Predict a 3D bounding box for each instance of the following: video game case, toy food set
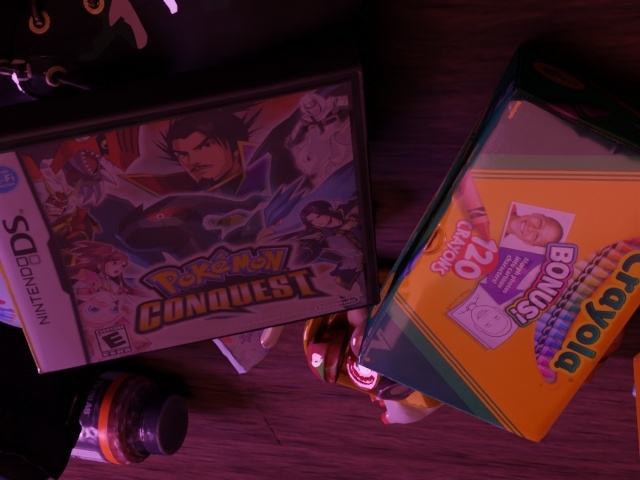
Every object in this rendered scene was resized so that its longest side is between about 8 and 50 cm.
[{"bbox_3d":[-0.098,-0.015,1.007,0.275,0.035,0.248,-11,137,-4],"label":"video game case"},{"bbox_3d":[0.058,0.097,1.243,0.218,0.071,0.128,22,113,-30],"label":"toy food set"}]

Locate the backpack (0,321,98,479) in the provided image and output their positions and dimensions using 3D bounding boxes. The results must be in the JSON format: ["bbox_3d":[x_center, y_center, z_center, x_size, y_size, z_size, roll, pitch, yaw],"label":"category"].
[{"bbox_3d":[-0.360,0.131,1.433,0.213,0.276,0.263,-1,146,36],"label":"backpack"}]

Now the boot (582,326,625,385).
[{"bbox_3d":[0.166,0.068,1.224,0.197,0.073,0.152,19,149,9],"label":"boot"}]

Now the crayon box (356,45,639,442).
[{"bbox_3d":[0.160,0.011,1.065,0.165,0.081,0.278,24,124,-5],"label":"crayon box"}]

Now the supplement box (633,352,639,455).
[{"bbox_3d":[0.371,0.168,1.119,0.194,0.191,0.129,33,125,-15],"label":"supplement box"}]

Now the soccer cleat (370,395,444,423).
[{"bbox_3d":[0.063,0.096,1.329,0.076,0.068,0.196,-23,124,9],"label":"soccer cleat"}]

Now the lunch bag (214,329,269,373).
[{"bbox_3d":[-0.079,0.076,1.350,0.053,0.083,0.071,-6,137,33],"label":"lunch bag"}]

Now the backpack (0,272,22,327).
[{"bbox_3d":[-0.251,-0.064,1.143,0.355,0.273,0.290,37,148,-4],"label":"backpack"}]

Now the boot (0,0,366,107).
[{"bbox_3d":[-0.127,-0.190,0.932,0.377,0.138,0.284,10,145,-14],"label":"boot"}]

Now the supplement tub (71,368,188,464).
[{"bbox_3d":[-0.252,0.198,1.584,0.198,0.106,0.106,3,141,23],"label":"supplement tub"}]

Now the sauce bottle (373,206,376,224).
[{"bbox_3d":[0.000,0.000,1.243,0.042,0.042,0.128,34,141,-17],"label":"sauce bottle"}]

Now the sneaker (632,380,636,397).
[{"bbox_3d":[0.322,0.121,1.238,0.069,0.038,0.098,22,145,1],"label":"sneaker"}]
